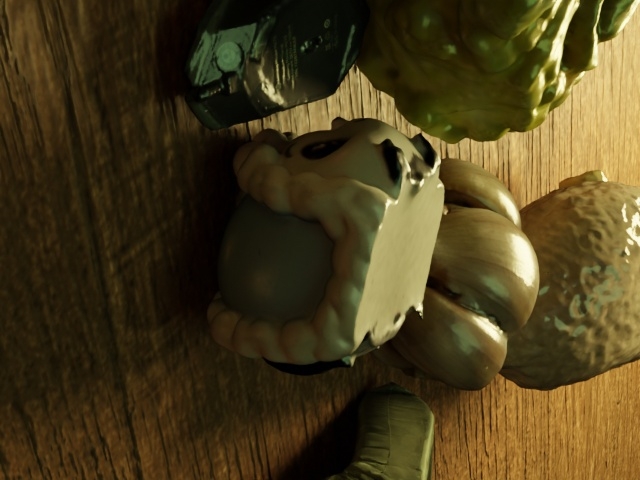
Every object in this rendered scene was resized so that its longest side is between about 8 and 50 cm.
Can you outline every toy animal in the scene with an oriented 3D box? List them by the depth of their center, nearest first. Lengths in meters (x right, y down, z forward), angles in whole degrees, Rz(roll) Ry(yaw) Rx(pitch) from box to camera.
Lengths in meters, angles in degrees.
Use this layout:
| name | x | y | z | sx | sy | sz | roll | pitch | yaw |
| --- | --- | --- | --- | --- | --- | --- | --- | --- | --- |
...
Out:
| name | x | y | z | sx | sy | sz | roll | pitch | yaw |
| --- | --- | --- | --- | --- | --- | --- | --- | --- | --- |
| toy animal | 0.000 | 0.000 | 1.094 | 0.208 | 0.156 | 0.204 | -24 | 125 | -70 |
| toy animal | 0.271 | 0.042 | 1.491 | 0.358 | 0.188 | 0.227 | -13 | 126 | -45 |

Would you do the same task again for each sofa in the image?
| name | x | y | z | sx | sy | sz | roll | pitch | yaw |
| --- | --- | --- | --- | --- | --- | --- | --- | --- | --- |
| sofa | 0.014 | 0.275 | 1.342 | 0.225 | 0.176 | 0.210 | -73 | 165 | -59 |

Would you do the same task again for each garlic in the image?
| name | x | y | z | sx | sy | sz | roll | pitch | yaw |
| --- | --- | --- | --- | --- | --- | --- | --- | --- | --- |
| garlic | 0.128 | 0.032 | 1.294 | 0.214 | 0.160 | 0.191 | -56 | 145 | -10 |

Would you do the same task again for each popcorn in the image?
| name | x | y | z | sx | sy | sz | roll | pitch | yaw |
| --- | --- | --- | --- | --- | --- | --- | --- | --- | --- |
| popcorn | 0.145 | -0.219 | 1.113 | 0.250 | 0.235 | 0.242 | 91 | 7 | -70 |

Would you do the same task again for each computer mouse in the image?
| name | x | y | z | sx | sy | sz | roll | pitch | yaw |
| --- | --- | --- | --- | --- | --- | --- | --- | --- | --- |
| computer mouse | -0.038 | -0.150 | 1.037 | 0.192 | 0.062 | 0.106 | -30 | 132 | -38 |
